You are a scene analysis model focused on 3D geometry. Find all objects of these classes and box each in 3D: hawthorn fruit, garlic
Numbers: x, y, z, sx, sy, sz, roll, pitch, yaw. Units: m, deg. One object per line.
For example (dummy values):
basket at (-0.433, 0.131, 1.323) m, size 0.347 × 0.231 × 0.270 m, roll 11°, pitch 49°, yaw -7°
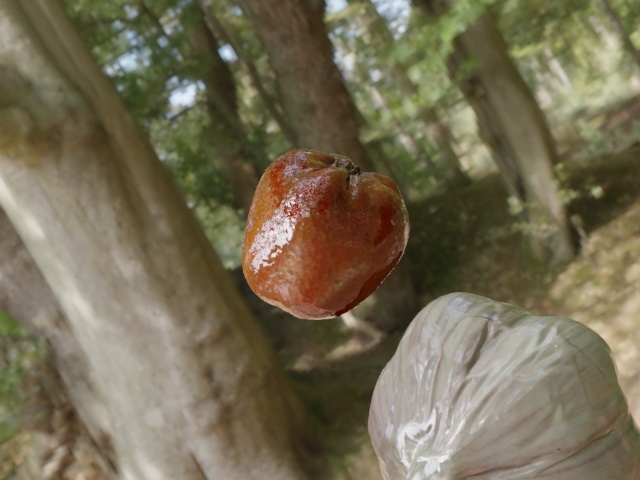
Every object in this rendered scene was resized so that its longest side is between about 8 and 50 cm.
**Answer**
hawthorn fruit at (0.000, 0.000, 1.027) m, size 0.138 × 0.132 × 0.133 m, roll -64°, pitch -9°, yaw 13°
garlic at (0.190, 0.220, 1.349) m, size 0.259 × 0.317 × 0.317 m, roll -14°, pitch -13°, yaw -43°
